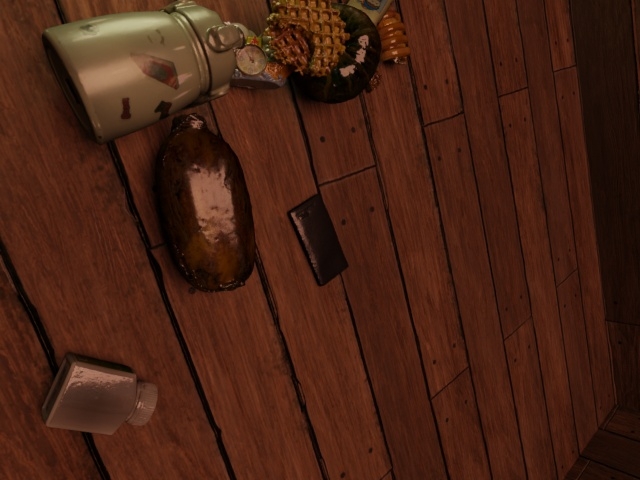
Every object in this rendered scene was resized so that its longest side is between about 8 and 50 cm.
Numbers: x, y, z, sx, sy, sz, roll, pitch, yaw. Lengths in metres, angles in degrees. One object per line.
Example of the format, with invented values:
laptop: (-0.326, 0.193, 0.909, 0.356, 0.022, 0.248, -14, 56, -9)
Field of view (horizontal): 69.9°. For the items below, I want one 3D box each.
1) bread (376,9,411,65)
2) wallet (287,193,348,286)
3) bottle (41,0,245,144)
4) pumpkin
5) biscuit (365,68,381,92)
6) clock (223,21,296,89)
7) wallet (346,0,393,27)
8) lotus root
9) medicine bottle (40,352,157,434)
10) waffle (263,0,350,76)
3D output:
bread: (0.215, -0.619, 1.405, 0.119, 0.084, 0.177, -23, 101, -36)
wallet: (0.000, 0.000, 1.300, 0.124, 0.025, 0.244, -35, 112, -32)
bottle: (-0.323, -0.350, 0.904, 0.351, 0.229, 0.229, -32, 111, -26)
pumpkin: (0.026, -0.484, 1.204, 0.260, 0.189, 0.260, 0, 87, -4)
biscuit: (0.118, -0.541, 1.360, 0.064, 0.034, 0.199, -51, 121, -26)
clock: (-0.153, -0.440, 1.085, 0.230, 0.103, 0.144, 4, 92, -9)
wallet: (0.139, -0.682, 1.330, 0.110, 0.039, 0.155, 28, 64, 3)
lotus root: (-0.250, -0.071, 1.002, 0.195, 0.179, 0.398, -18, 104, -38)
medicine bottle: (-0.439, 0.317, 0.931, 0.188, 0.088, 0.132, 29, 75, -36)
waffle: (-0.028, -0.471, 1.041, 0.193, 0.070, 0.197, 21, 79, -27)
